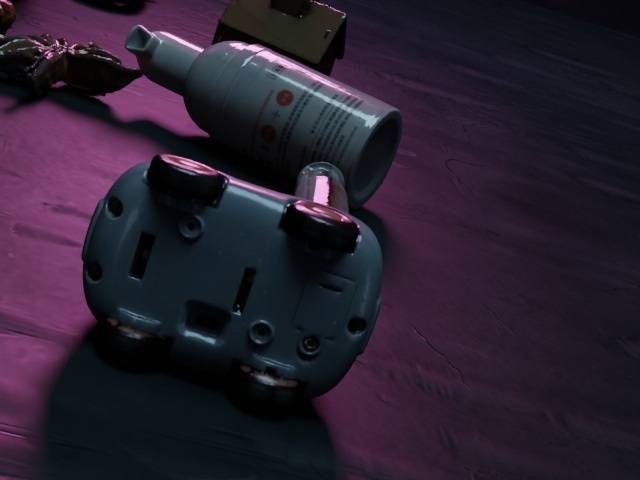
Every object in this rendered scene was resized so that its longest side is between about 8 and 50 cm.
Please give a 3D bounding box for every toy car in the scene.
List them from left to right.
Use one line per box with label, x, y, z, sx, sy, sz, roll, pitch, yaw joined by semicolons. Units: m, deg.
toy car;-0.078;0.025;1.367;0.271;0.180;0.212;19;10;-1

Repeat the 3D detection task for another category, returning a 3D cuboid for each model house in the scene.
model house;-0.034;-0.371;2.335;0.181;0.248;0.176;26;20;14

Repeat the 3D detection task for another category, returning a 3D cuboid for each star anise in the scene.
star anise;-0.351;-0.234;1.948;0.208;0.063;0.172;-7;29;-46

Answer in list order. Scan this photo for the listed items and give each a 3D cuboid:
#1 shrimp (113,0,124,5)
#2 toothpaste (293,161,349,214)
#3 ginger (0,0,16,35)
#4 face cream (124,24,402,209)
shrimp;-0.328;-0.425;2.490;0.115;0.051;0.217;35;23;21
toothpaste;0.000;0.000;1.665;0.100;0.066;0.323;18;24;-8
ginger;-0.474;-0.313;1.976;0.162;0.073;0.103;5;-4;-38
face cream;-0.084;-0.182;1.933;0.370;0.145;0.145;28;21;19
